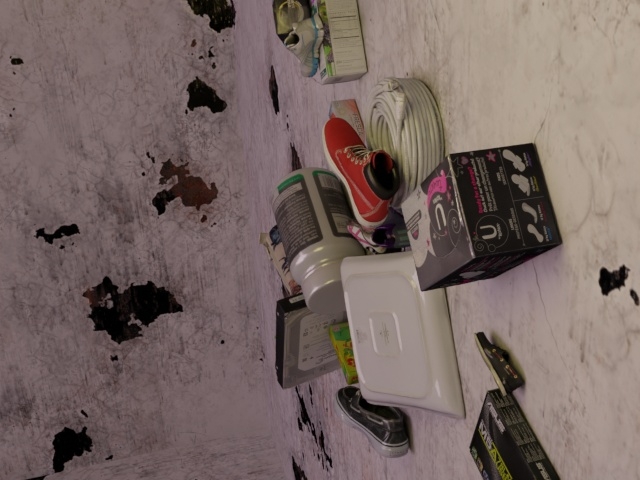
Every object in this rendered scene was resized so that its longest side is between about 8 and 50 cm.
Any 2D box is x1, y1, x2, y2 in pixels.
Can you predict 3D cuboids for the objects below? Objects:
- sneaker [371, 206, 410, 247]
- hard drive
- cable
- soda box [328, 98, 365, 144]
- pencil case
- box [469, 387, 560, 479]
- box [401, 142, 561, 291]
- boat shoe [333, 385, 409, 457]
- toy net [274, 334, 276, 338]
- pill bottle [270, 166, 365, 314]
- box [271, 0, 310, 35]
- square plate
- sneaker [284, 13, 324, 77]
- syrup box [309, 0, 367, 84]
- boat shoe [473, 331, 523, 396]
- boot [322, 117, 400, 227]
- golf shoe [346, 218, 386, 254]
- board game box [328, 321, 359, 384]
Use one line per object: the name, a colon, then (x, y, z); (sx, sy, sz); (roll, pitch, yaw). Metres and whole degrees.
sneaker: (0.143, -0.027, 1.671); (0.223, 0.098, 0.083); (-158, 60, -74)
hard drive: (-0.012, 0.269, 2.205); (0.064, 0.236, 0.339); (54, 151, 39)
cable: (0.158, -0.194, 1.529); (0.257, 0.089, 0.257); (-139, 40, -70)
soda box: (0.072, -0.257, 1.889); (0.058, 0.062, 0.183); (104, 154, -60)
pencil case: (-0.062, 0.101, 2.428); (0.410, 0.183, 0.160); (-119, 24, -53)
box: (0.322, 0.379, 1.314); (0.184, 0.045, 0.191); (91, 163, -45)
box: (0.234, -0.030, 1.201); (0.247, 0.142, 0.164); (128, 131, -71)
boat shoe: (0.137, 0.437, 2.014); (0.335, 0.121, 0.119); (26, 117, 61)
toy net: (-0.020, 0.232, 2.247); (0.045, 0.232, 0.122); (46, 137, 45)
pill bottle: (0.000, 0.000, 2.056); (0.204, 0.204, 0.361); (100, 157, -54)
box: (-0.081, -0.673, 1.984); (0.395, 0.097, 0.319); (-84, -12, -81)
square plate: (0.155, 0.200, 1.661); (0.344, 0.049, 0.348); (-8, 91, 58)
sneaker: (-0.045, -0.449, 1.800); (0.191, 0.082, 0.071); (101, 155, -61)
syrup box: (0.037, -0.495, 1.810); (0.093, 0.096, 0.237); (178, 82, -77)
boat shoe: (0.299, 0.203, 1.310); (0.049, 0.042, 0.133); (59, -175, -41)
boot: (0.081, -0.167, 1.496); (0.176, 0.088, 0.244); (108, 141, -63)
golf shoe: (0.111, -0.012, 1.882); (0.186, 0.067, 0.086); (-150, 50, -72)
board game box: (0.092, 0.302, 2.109); (0.181, 0.092, 0.043); (-112, 20, -44)
